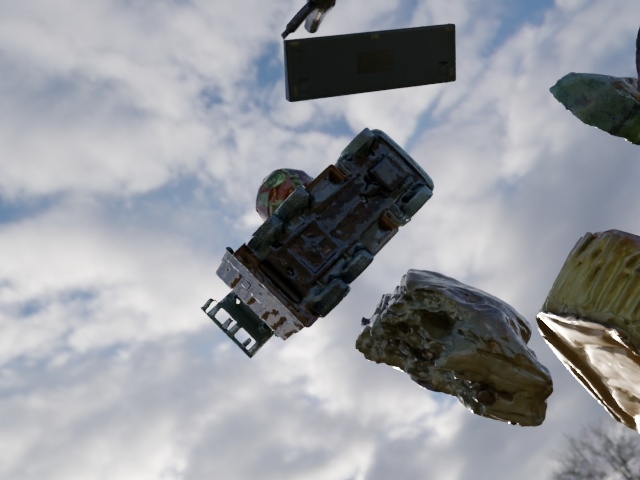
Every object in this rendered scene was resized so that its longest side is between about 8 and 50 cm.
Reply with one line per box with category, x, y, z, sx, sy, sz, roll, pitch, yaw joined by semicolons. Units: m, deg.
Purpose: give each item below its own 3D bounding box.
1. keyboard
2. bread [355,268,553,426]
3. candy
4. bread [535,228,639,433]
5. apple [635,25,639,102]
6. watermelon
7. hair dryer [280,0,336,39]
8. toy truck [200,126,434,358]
keyboard;0.048;-0.164;0.777;0.176;0.014;0.055;-12;-67;-23
bread;0.233;0.172;1.480;0.370;0.314;0.192;-58;-10;-87
candy;-0.052;0.024;1.206;0.084;0.078;0.288;-32;-41;-40
bread;0.263;0.077;0.662;0.190;0.132;0.114;41;-102;-23
apple;0.624;-0.273;1.325;0.179;0.254;0.346;39;-118;-66
watermelon;0.485;-0.244;1.400;0.139;0.187;0.071;-44;-19;-40
hair dryer;-0.017;-0.214;0.822;0.083;0.031;0.079;-49;-6;-28
toy truck;0.001;0.001;0.649;0.177;0.080;0.115;-44;-2;-34
